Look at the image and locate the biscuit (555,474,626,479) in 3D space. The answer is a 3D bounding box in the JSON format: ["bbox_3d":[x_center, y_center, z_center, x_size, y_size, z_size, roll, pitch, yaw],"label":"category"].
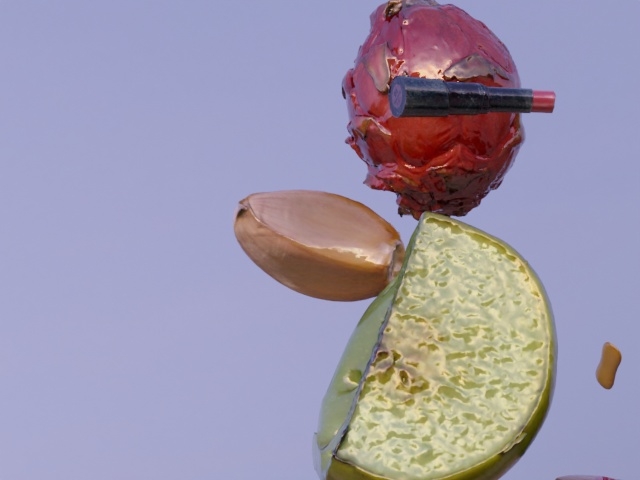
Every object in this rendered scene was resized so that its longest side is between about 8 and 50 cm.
[{"bbox_3d":[0.400,0.322,1.853,0.238,0.041,0.212,17,9,8],"label":"biscuit"}]

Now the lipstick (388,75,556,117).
[{"bbox_3d":[0.204,-0.182,1.999,0.234,0.053,0.053,1,-28,-23],"label":"lipstick"}]

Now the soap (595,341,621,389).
[{"bbox_3d":[0.388,0.169,2.072,0.012,0.034,0.089,-28,-33,-25],"label":"soap"}]

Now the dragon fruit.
[{"bbox_3d":[0.168,-0.196,2.267,0.277,0.343,0.277,0,8,0],"label":"dragon fruit"}]

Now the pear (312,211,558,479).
[{"bbox_3d":[0.134,0.183,1.821,0.238,0.342,0.318,22,-22,1],"label":"pear"}]

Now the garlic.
[{"bbox_3d":[-0.008,-0.001,2.059,0.245,0.145,0.164,17,-6,-11],"label":"garlic"}]
